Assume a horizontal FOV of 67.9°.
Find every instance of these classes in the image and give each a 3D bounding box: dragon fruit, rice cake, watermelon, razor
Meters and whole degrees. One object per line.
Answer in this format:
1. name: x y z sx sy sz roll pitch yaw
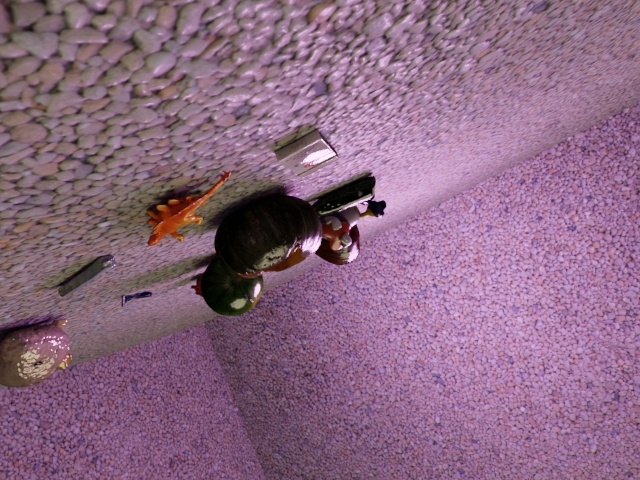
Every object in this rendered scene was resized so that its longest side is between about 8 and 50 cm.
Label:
1. dragon fruit: -0.448 0.191 2.044 0.133 0.149 0.208 6 -162 36
2. rice cake: -0.617 0.096 1.249 0.211 0.034 0.043 -29 179 25
3. watermelon: -0.334 0.167 1.804 0.243 0.242 0.242 -24 172 -4
4. razor: -0.698 0.213 1.797 0.028 0.044 0.155 5 -174 23

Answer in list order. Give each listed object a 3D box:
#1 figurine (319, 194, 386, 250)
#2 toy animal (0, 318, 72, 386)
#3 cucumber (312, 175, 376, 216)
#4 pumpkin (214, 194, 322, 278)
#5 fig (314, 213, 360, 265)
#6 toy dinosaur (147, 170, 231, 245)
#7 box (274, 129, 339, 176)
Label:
1. figurine: 0.042 -0.060 1.781 0.421 0.154 0.193 -34 -153 14
2. toy animal: -0.962 0.386 1.582 0.359 0.188 0.227 -30 166 38
3. cucumber: 0.079 -0.141 1.595 0.242 0.074 0.074 -23 172 0
4. pumpkin: -0.147 -0.009 1.369 0.321 0.192 0.320 -21 171 -4
5. fig: 0.000 0.000 1.975 0.321 0.216 0.217 -4 171 0
6. toy dinosaur: -0.308 -0.061 1.031 0.288 0.070 0.117 -35 167 31
7. box: -0.025 -0.195 1.102 0.109 0.029 0.198 -25 171 11
